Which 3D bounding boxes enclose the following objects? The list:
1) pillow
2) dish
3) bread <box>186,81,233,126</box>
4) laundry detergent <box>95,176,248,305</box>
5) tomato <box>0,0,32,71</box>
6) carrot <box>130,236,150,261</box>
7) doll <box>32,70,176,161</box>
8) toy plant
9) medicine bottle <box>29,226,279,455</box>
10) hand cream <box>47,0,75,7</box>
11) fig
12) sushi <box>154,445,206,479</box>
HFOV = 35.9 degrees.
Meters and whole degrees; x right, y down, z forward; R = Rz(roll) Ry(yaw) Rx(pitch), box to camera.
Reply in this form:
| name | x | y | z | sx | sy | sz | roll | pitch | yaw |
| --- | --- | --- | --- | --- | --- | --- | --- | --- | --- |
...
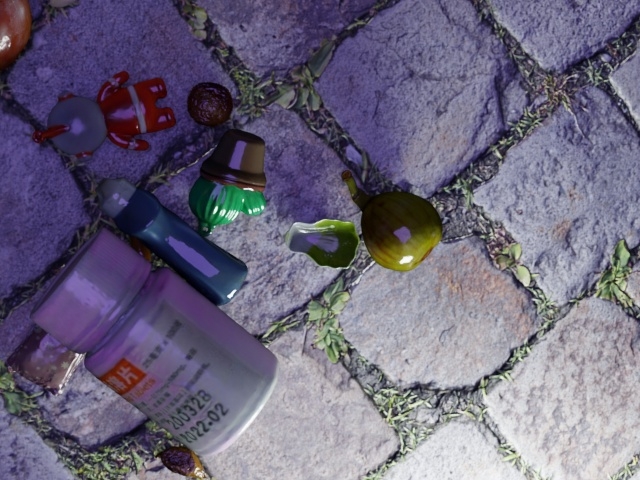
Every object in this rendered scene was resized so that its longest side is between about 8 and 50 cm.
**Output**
| name | x | y | z | sx | sy | sz | roll | pitch | yaw |
| --- | --- | --- | --- | --- | --- | --- | --- | --- | --- |
| pillow | -0.457 | 0.174 | 1.731 | 0.118 | 0.043 | 0.185 | 33 | 83 | -14 |
| dish | 0.000 | 0.000 | 1.807 | 0.137 | 0.039 | 0.091 | 10 | 96 | -10 |
| bread | -0.196 | -0.242 | 1.751 | 0.085 | 0.053 | 0.085 | -1 | 93 | -10 |
| laundry detergent | -0.264 | -0.004 | 1.695 | 0.290 | 0.143 | 0.094 | 38 | 86 | -16 |
| tomato | -0.572 | -0.349 | 1.637 | 0.214 | 0.181 | 0.155 | -30 | 116 | 0 |
| carrot | -0.326 | -0.006 | 1.753 | 0.035 | 0.035 | 0.142 | -11 | 88 | -9 |
| doll | -0.378 | -0.209 | 1.712 | 0.245 | 0.076 | 0.142 | -19 | 95 | -12 |
| toy plant | -0.158 | -0.094 | 1.748 | 0.143 | 0.105 | 0.200 | 10 | 111 | -29 |
| medicine bottle | -0.275 | 0.170 | 1.662 | 0.388 | 0.219 | 0.219 | 41 | 86 | -16 |
| hand cream | -0.491 | -0.519 | 1.682 | 0.133 | 0.083 | 0.248 | -30 | 87 | -8 |
| fig | 0.122 | -0.026 | 1.790 | 0.186 | 0.148 | 0.142 | 29 | 104 | 28 |
| sushi | -0.248 | 0.400 | 1.782 | 0.099 | 0.047 | 0.050 | 32 | 75 | 7 |
